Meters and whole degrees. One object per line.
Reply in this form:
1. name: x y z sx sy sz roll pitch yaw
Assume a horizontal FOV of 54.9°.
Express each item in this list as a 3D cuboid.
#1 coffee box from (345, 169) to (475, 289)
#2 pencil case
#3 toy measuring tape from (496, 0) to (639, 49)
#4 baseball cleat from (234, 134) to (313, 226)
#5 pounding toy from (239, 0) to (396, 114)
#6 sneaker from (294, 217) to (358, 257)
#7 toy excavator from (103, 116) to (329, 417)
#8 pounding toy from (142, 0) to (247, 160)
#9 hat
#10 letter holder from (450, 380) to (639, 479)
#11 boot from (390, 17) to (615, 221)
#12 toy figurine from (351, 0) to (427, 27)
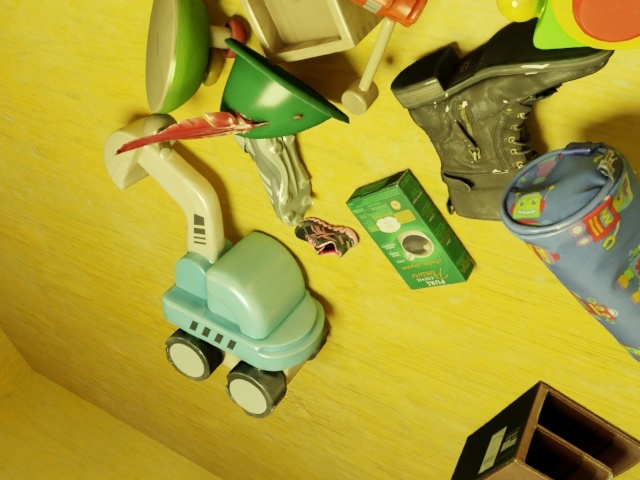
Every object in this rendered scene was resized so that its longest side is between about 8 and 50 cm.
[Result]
1. coffee box: 0.131 -0.009 0.904 0.113 0.040 0.184 -18 117 50
2. pencil case: 0.319 0.018 0.655 0.306 0.133 0.119 40 174 -29
3. toy measuring tape: 0.302 -0.216 0.474 0.330 0.121 0.121 4 134 26
4. baseball cleat: -0.072 -0.117 0.954 0.109 0.072 0.206 32 146 36
5. pounding toy: 0.023 -0.250 0.682 0.181 0.094 0.206 2 132 40
6. sneaker: 0.000 0.000 1.016 0.119 0.057 0.047 12 139 34
7. toy excavator: -0.185 0.034 1.125 0.433 0.222 0.445 23 128 20
8. pounding toy: -0.171 -0.233 0.847 0.183 0.110 0.237 34 119 60
9. hat: -0.097 -0.135 0.783 0.208 0.173 0.183 34 104 -3
10. letter holder: 0.382 0.413 1.067 0.214 0.152 0.302 30 144 7
11. boot: 0.220 -0.115 0.687 0.263 0.091 0.229 -1 135 47
12. toy figurine: 0.061 -0.307 0.484 0.148 0.213 0.209 26 146 -7
